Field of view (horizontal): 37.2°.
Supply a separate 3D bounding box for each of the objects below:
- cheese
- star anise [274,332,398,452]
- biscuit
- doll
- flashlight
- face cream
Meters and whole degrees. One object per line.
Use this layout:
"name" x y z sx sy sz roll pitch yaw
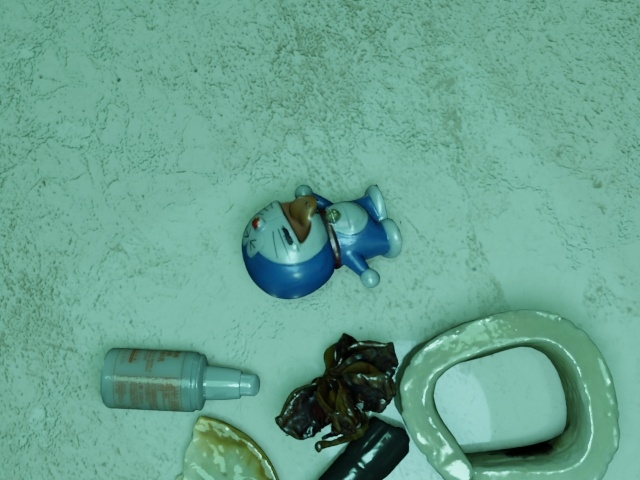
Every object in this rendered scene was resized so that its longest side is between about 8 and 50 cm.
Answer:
"cheese" 0.286 0.262 1.495 0.332 0.153 0.293 -10 83 2
"star anise" 0.032 0.245 1.505 0.220 0.190 0.126 -40 120 -21
"biscuit" -0.163 0.460 1.558 0.204 0.040 0.309 19 86 5
"doll" 0.000 0.000 1.539 0.256 0.161 0.215 -20 55 -10
"flashlight" -0.016 0.452 1.500 0.103 0.103 0.424 44 79 7
"face cream" -0.226 0.231 1.556 0.251 0.101 0.101 2 84 4
